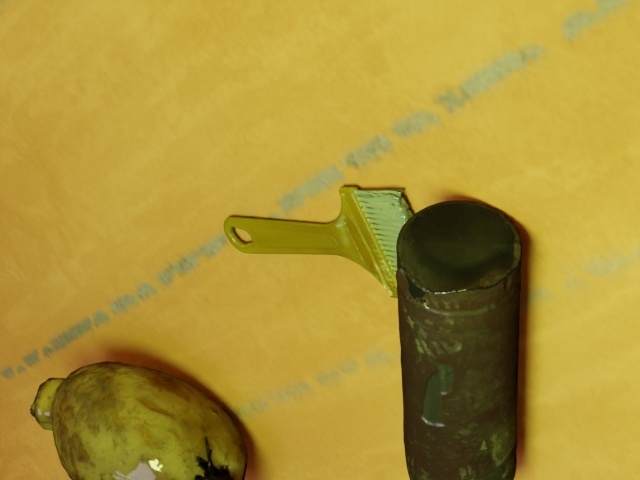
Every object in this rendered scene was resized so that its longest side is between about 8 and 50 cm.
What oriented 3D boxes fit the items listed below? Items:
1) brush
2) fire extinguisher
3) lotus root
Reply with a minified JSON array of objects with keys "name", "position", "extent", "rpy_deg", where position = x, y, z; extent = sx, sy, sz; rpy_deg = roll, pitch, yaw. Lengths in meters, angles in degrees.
[{"name":"brush","position":[0.000,0.000,1.143],"extent":[0.205,0.011,0.083],"rpy_deg":[4,128,52]},{"name":"fire extinguisher","position":[0.085,0.101,1.071],"extent":[0.072,0.089,0.267],"rpy_deg":[-5,135,0]},{"name":"lotus root","position":[-0.146,0.159,1.399],"extent":[0.214,0.138,0.138],"rpy_deg":[31,145,30]}]
